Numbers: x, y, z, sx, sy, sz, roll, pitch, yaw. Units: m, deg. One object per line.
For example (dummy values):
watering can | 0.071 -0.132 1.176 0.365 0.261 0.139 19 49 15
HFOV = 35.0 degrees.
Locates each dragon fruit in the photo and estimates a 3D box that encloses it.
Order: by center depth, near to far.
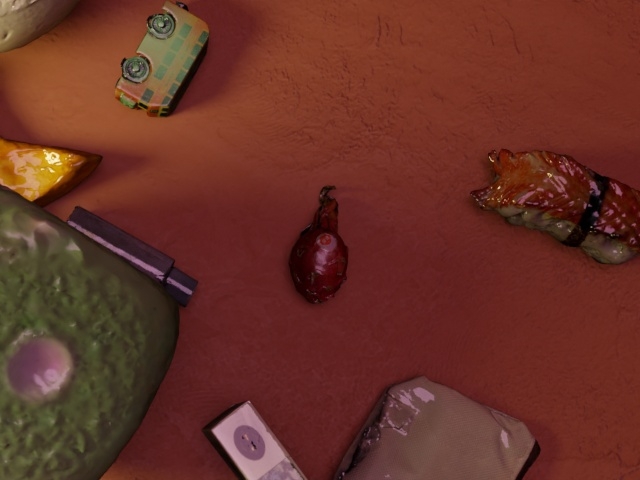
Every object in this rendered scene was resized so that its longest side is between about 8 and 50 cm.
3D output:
dragon fruit | 0.000 0.000 1.542 0.094 0.094 0.190 8 74 -8

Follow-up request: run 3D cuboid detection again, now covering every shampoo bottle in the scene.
shampoo bottle | -0.282 0.028 1.497 0.214 0.072 0.072 30 77 -3

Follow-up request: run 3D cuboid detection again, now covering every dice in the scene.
dice | -0.397 0.122 1.291 0.318 0.330 0.322 36 82 -28

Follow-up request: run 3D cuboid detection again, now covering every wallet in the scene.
wallet | 0.164 0.371 1.520 0.275 0.068 0.335 37 70 -6

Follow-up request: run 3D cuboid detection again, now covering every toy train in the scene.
toy train | -0.239 -0.278 1.554 0.099 0.072 0.188 29 77 -3

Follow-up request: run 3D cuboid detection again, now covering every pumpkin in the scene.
pumpkin | -0.510 -0.091 1.465 0.290 0.095 0.258 33 72 -7

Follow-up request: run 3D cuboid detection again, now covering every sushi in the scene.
sushi | 0.408 -0.050 1.606 0.332 0.130 0.124 24 72 -10

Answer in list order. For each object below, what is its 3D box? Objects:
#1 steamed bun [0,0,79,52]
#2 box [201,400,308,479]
steamed bun | -0.503 -0.436 1.448 0.375 0.241 0.374 3 79 -14
box | -0.062 0.349 1.429 0.069 0.164 0.256 -36 88 -15
